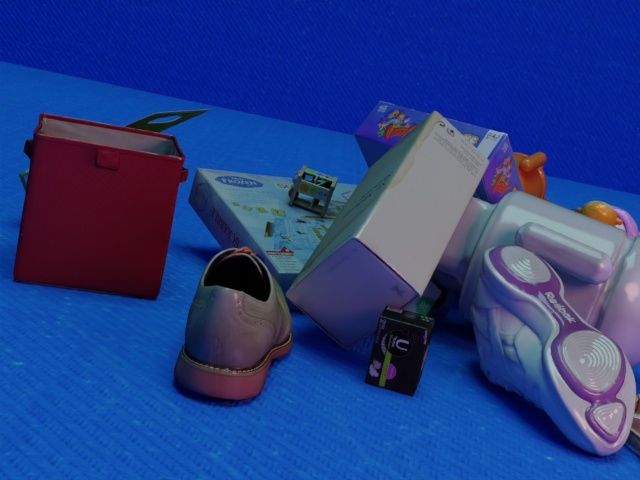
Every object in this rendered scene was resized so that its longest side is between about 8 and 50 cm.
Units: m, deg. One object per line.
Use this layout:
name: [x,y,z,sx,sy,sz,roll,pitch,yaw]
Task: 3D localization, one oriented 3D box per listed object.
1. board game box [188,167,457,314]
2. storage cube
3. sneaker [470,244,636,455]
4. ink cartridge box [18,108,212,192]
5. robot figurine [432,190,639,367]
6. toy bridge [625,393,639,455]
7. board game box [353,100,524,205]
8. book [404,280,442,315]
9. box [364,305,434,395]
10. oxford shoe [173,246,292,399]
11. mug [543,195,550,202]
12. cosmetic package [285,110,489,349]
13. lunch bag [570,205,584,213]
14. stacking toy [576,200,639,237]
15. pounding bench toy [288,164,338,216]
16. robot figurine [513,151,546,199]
board game box: [0.000,0.000,1.576,0.318,0.066,0.318,5,27,-32]
storage cube: [-0.293,-0.049,1.371,0.214,0.193,0.184,9,13,-15]
sneaker: [0.269,0.146,1.230,0.114,0.152,0.305,1,39,-22]
ink cartridge box: [-0.295,-0.110,1.571,0.255,0.097,0.189,-21,0,22]
robot figurine: [0.329,0.059,1.421,0.353,0.200,0.300,22,-11,18]
toy bridge: [0.372,0.217,1.200,0.063,0.026,0.188,12,12,11]
board game box: [0.215,-0.053,1.652,0.233,0.078,0.347,21,-27,35]
book: [0.090,0.056,1.430,0.144,0.035,0.096,41,43,-1]
box: [0.092,0.127,1.199,0.062,0.083,0.052,14,14,10]
oxford shoe: [-0.083,0.068,1.192,0.122,0.130,0.348,11,12,-3]
mug: [0.403,-0.033,2.234,0.169,0.150,0.113,-7,59,-46]
cosmetic package: [0.094,-0.020,1.348,0.113,0.160,0.309,43,42,-7]
lunch bag: [0.380,0.018,1.935,0.293,0.138,0.221,-2,10,4]
stacking toy: [0.429,0.010,1.577,0.175,0.166,0.302,20,-16,25]
pounding bench toy: [-0.011,-0.083,1.597,0.065,0.052,0.083,20,23,1]
robot figurine: [0.349,-0.097,1.956,0.128,0.158,0.219,17,22,29]
